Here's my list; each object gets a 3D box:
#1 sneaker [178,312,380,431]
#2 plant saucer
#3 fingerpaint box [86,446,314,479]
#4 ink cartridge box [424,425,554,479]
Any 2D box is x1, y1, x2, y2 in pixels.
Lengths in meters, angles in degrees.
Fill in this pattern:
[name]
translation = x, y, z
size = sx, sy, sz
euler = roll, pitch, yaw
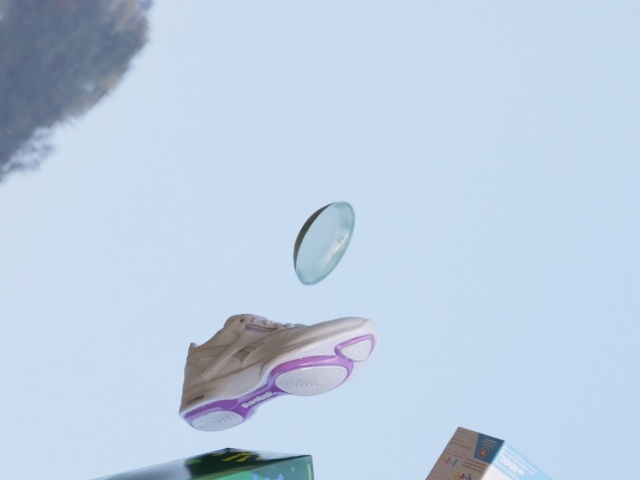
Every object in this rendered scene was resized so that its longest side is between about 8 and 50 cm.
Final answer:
[sneaker]
translation = -0.065, 0.140, 1.801
size = 0.305, 0.114, 0.152
euler = -22, -128, 25
[plant saucer]
translation = 0.000, 0.000, 1.738
size = 0.021, 0.119, 0.119
euler = 28, -108, 27
[fingerpaint box]
translation = -0.165, 0.480, 1.512
size = 0.163, 0.371, 0.445
euler = -5, -91, 45
[ink cartridge box]
translation = 0.157, 0.280, 1.414
size = 0.143, 0.090, 0.092
euler = -56, -157, -14
